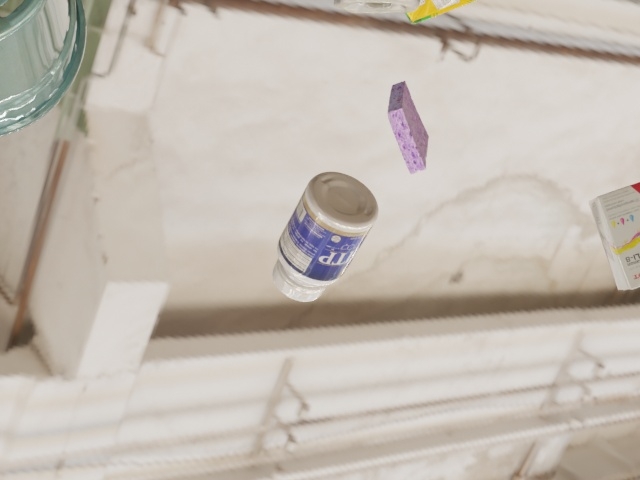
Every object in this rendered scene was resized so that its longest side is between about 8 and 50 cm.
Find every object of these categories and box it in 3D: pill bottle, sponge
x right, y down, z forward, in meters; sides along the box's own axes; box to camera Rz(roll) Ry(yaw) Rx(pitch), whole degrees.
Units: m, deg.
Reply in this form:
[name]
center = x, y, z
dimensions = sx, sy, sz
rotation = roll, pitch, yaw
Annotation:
[pill bottle]
center = 0.000, 0.000, 1.791
dimensions = 0.112, 0.186, 0.112
rotation = 15, -136, -15
[sponge]
center = 0.153, -0.199, 2.133
dimensions = 0.031, 0.117, 0.210
rotation = -20, -163, 13

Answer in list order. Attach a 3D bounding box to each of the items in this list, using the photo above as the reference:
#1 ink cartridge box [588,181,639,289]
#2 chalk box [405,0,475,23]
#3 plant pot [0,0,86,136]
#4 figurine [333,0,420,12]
[ink cartridge box]
center = 0.567, -0.011, 2.166
dimensions = 0.128, 0.176, 0.127
rotation = -19, 177, 4
[chalk box]
center = 0.165, -0.407, 1.587
dimensions = 0.132, 0.132, 0.213
rotation = 52, -139, -28
[plant pot]
center = -0.473, -0.331, 1.607
dimensions = 0.341, 0.341, 0.334
rotation = 18, 168, -10
[figurine]
center = 0.034, -0.355, 1.266
dimensions = 0.092, 0.209, 0.215
rotation = 3, 179, 33
